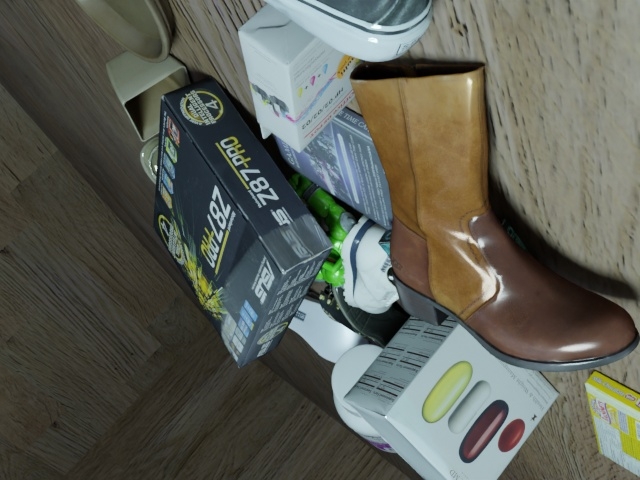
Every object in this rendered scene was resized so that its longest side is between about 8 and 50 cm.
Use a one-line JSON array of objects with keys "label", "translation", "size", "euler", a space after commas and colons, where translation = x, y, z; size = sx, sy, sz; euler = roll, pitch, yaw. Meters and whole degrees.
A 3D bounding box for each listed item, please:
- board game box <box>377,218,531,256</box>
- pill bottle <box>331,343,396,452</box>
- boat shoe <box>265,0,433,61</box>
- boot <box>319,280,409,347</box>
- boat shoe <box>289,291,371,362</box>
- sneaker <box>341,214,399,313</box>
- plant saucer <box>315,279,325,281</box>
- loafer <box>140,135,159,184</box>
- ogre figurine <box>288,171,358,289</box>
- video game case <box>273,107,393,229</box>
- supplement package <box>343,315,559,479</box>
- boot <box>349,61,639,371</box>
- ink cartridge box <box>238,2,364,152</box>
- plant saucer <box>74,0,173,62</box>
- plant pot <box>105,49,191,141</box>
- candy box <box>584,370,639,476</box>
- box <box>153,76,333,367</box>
[{"label": "board game box", "translation": [0.167, 0.032, 0.824], "size": [0.186, 0.026, 0.126], "euler": [-5, 132, 53]}, {"label": "pill bottle", "translation": [0.121, 0.303, 1.380], "size": [0.169, 0.169, 0.301], "euler": [34, 169, 29]}, {"label": "boat shoe", "translation": [-0.055, -0.264, 0.545], "size": [0.335, 0.121, 0.119], "euler": [28, 153, 11]}, {"label": "boot", "translation": [0.047, 0.105, 1.239], "size": [0.178, 0.085, 0.236], "euler": [22, 162, 48]}, {"label": "boat shoe", "translation": [-0.016, 0.171, 1.571], "size": [0.301, 0.108, 0.102], "euler": [25, -168, 15]}, {"label": "sneaker", "translation": [0.092, 0.056, 1.041], "size": [0.094, 0.090, 0.235], "euler": [26, 160, 22]}, {"label": "plant saucer", "translation": [-0.054, 0.024, 1.382], "size": [0.195, 0.037, 0.195], "euler": [38, 163, 14]}, {"label": "loafer", "translation": [-0.224, -0.101, 1.368], "size": [0.268, 0.102, 0.092], "euler": [40, 165, -27]}, {"label": "ogre figurine", "translation": [0.000, 0.000, 1.067], "size": [0.118, 0.096, 0.197], "euler": [31, 119, 26]}, {"label": "video game case", "translation": [0.038, -0.095, 0.880], "size": [0.274, 0.026, 0.196], "euler": [35, 163, 27]}, {"label": "supplement package", "translation": [0.184, 0.222, 1.021], "size": [0.194, 0.203, 0.149], "euler": [46, 164, -13]}, {"label": "boot", "translation": [0.160, -0.031, 0.657], "size": [0.264, 0.096, 0.281], "euler": [24, 137, 46]}, {"label": "ink cartridge box", "translation": [-0.011, -0.160, 0.684], "size": [0.061, 0.104, 0.181], "euler": [38, 164, 16]}, {"label": "plant saucer", "translation": [-0.296, -0.361, 0.962], "size": [0.278, 0.041, 0.278], "euler": [39, 164, 13]}, {"label": "plant pot", "translation": [-0.269, -0.241, 1.105], "size": [0.096, 0.109, 0.109], "euler": [50, 167, 19]}, {"label": "candy box", "translation": [0.395, 0.246, 0.899], "size": [0.105, 0.027, 0.206], "euler": [32, 160, 42]}, {"label": "box", "translation": [-0.145, -0.008, 1.126], "size": [0.318, 0.097, 0.395], "euler": [54, 152, 15]}]
